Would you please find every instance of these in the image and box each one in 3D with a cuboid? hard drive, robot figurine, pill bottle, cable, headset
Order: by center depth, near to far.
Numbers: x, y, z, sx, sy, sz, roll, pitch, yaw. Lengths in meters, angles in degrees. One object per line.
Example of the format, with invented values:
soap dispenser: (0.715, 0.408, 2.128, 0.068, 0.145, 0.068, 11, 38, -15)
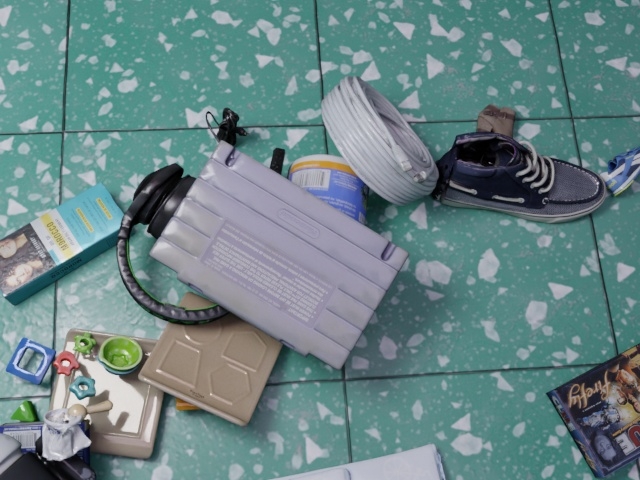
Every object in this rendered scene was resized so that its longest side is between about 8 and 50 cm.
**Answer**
robot figurine: (-0.450, 0.412, 1.132, 0.278, 0.209, 0.173, 46, 117, -2)
headset: (-0.209, -0.046, 1.357, 0.244, 0.185, 0.393, 16, 75, -9)
pill bottle: (0.000, 0.000, 1.361, 0.153, 0.152, 0.271, 8, 71, -2)
cable: (0.109, -0.178, 1.389, 0.089, 0.257, 0.257, -40, 74, 20)
hard drive: (-0.087, -0.097, 1.396, 0.022, 0.135, 0.094, 11, 71, -5)

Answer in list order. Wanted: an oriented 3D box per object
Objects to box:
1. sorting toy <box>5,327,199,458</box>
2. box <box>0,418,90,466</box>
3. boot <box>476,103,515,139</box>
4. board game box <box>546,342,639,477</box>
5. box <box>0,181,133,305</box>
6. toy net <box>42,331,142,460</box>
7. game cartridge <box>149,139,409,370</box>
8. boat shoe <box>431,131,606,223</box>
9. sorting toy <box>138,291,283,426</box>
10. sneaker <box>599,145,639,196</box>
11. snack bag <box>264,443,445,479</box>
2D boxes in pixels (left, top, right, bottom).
sorting toy: (-0.352, 0.257, 1.304, 0.348, 0.047, 0.195, 8, 74, -1)
box: (-0.437, 0.402, 1.233, 0.137, 0.036, 0.225, -1, 86, -5)
boot: (0.363, -0.219, 1.522, 0.119, 0.042, 0.087, 28, 69, 5)
board game box: (0.546, 0.285, 1.361, 0.243, 0.042, 0.165, -25, 75, -12)
box: (-0.466, 0.004, 1.373, 0.244, 0.060, 0.100, -33, 76, -14)
toy net: (-0.376, 0.232, 1.206, 0.122, 0.045, 0.232, 27, 40, -3)
game cartridge: (-0.067, 0.027, 1.241, 0.355, 0.068, 0.230, 32, 88, 1)
boat shoe: (0.380, -0.118, 1.426, 0.341, 0.158, 0.127, 2, 71, -3)
sorting toy: (-0.178, 0.198, 1.302, 0.193, 0.038, 0.208, 25, 45, -1)
sneaker: (0.600, -0.153, 1.511, 0.059, 0.053, 0.144, 40, 72, 12)
snack bag: (0.071, 0.506, 1.218, 0.343, 0.037, 0.322, -10, 58, -8)
